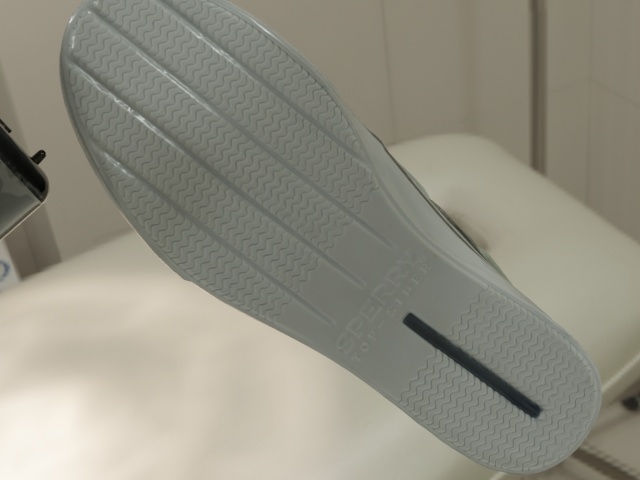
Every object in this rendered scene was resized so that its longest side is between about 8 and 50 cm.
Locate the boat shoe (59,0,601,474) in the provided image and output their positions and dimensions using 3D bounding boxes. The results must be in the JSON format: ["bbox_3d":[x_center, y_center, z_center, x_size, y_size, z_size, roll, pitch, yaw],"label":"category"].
[{"bbox_3d":[0.000,0.000,0.574,0.121,0.335,0.119,-46,10,0],"label":"boat shoe"}]

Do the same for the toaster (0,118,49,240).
[{"bbox_3d":[-0.223,-0.064,0.473,0.168,0.185,0.110,41,79,22],"label":"toaster"}]
